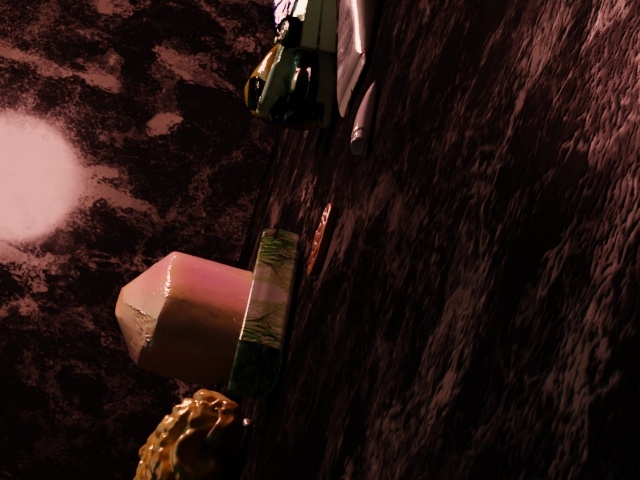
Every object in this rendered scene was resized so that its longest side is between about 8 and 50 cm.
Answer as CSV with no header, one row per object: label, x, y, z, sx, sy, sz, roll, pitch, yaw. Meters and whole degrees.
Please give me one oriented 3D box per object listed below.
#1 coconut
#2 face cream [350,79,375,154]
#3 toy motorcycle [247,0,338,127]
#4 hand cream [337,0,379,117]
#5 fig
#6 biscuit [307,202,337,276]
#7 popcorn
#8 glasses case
coconut,-0.235,0.138,2.294,0.233,0.245,0.233,-166,90,-85
face cream,0.050,-0.141,1.509,0.115,0.020,0.038,-78,7,-50
toy motorcycle,-0.028,-0.341,2.056,0.196,0.125,0.331,-177,96,-70
hand cream,0.059,-0.339,1.884,0.124,0.077,0.341,116,162,-53
fig,-0.054,-0.256,2.192,0.165,0.154,0.144,-16,29,28
biscuit,0.000,0.000,1.604,0.078,0.015,0.091,123,164,-69
popcorn,-0.183,0.306,1.860,0.163,0.140,0.194,165,124,-77
glasses case,-0.071,0.095,1.776,0.272,0.062,0.095,-81,4,-57
